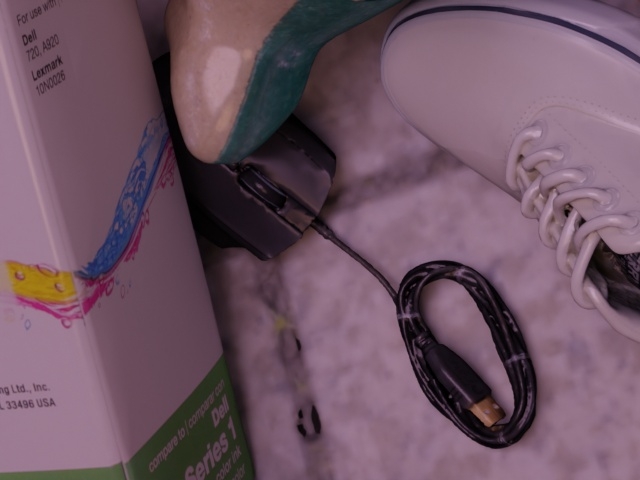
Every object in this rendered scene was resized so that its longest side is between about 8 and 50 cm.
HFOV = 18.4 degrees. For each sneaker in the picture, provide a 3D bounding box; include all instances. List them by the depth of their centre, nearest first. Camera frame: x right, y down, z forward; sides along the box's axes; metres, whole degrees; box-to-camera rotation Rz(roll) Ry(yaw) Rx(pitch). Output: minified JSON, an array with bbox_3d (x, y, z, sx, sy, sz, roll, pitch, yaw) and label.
[{"bbox_3d":[0.120,-0.018,0.756,0.258,0.091,0.094,30,132,23],"label":"sneaker"}]

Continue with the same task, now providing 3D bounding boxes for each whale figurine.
[{"bbox_3d":[0.027,-0.150,0.773,0.216,0.141,0.272,-103,34,-52],"label":"whale figurine"}]

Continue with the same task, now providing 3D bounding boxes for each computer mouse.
[{"bbox_3d":[0.000,0.000,0.850,0.242,0.041,0.071,41,100,21],"label":"computer mouse"}]

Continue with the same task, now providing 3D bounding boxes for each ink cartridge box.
[{"bbox_3d":[-0.164,0.003,0.821,0.201,0.117,0.278,-5,109,23],"label":"ink cartridge box"}]
